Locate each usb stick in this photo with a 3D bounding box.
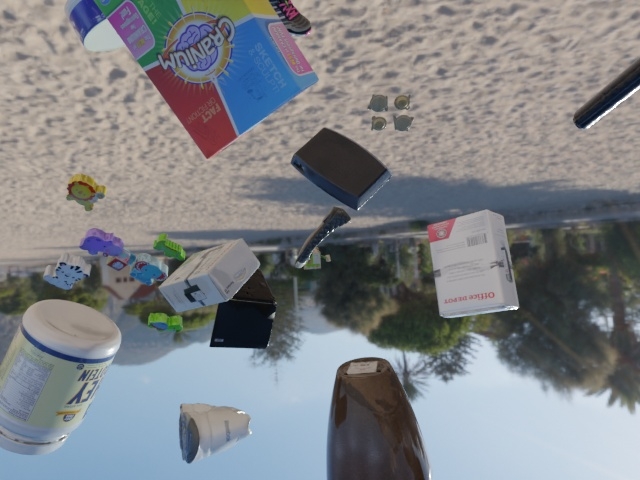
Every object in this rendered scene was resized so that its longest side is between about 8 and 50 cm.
[{"bbox_3d":[0.547,-0.283,0.925,0.077,0.045,0.278,-38,172,-18],"label":"usb stick"}]

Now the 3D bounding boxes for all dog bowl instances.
[{"bbox_3d":[-0.584,-0.656,1.527,0.265,0.104,0.265,-26,-172,4],"label":"dog bowl"}]

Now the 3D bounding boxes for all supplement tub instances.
[{"bbox_3d":[-0.674,0.339,1.330,0.235,0.325,0.235,27,-173,-4],"label":"supplement tub"}]

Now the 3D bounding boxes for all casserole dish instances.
[{"bbox_3d":[-0.598,0.056,1.661,0.114,0.037,0.188,32,168,8],"label":"casserole dish"}]

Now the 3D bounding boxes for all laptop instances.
[{"bbox_3d":[-0.281,0.215,1.779,0.234,0.264,0.136,13,125,-43],"label":"laptop"}]

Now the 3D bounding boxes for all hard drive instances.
[{"bbox_3d":[0.056,-0.211,1.478,0.255,0.172,0.054,38,160,23],"label":"hard drive"}]

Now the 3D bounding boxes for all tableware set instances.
[{"bbox_3d":[0.247,-0.449,1.867,0.169,0.141,0.020,0,-143,1],"label":"tableware set"}]

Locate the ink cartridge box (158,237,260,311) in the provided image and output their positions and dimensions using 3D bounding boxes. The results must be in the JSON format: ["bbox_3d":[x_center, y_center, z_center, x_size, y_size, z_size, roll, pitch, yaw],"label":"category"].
[{"bbox_3d":[-0.274,0.087,1.308,0.208,0.087,0.153,-16,-155,39],"label":"ink cartridge box"}]

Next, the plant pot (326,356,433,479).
[{"bbox_3d":[0.101,0.359,1.054,0.215,0.230,0.215,-9,-173,1],"label":"plant pot"}]

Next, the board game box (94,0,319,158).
[{"bbox_3d":[-0.184,-0.319,0.828,0.242,0.316,0.064,-26,-166,38],"label":"board game box"}]

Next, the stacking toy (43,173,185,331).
[{"bbox_3d":[-0.277,0.023,0.764,0.052,0.167,0.221,-32,133,22],"label":"stacking toy"}]

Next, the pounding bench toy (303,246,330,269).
[{"bbox_3d":[-0.013,0.052,1.633,0.083,0.052,0.065,-4,-165,-5],"label":"pounding bench toy"}]

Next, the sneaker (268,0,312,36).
[{"bbox_3d":[-0.088,-0.550,1.247,0.063,0.170,0.075,-44,172,-23],"label":"sneaker"}]

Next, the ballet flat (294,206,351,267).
[{"bbox_3d":[0.000,0.000,1.173,0.049,0.173,0.057,36,-160,-9],"label":"ballet flat"}]

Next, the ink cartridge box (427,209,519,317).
[{"bbox_3d":[0.345,0.058,1.204,0.159,0.217,0.092,-16,162,40],"label":"ink cartridge box"}]

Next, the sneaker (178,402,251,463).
[{"bbox_3d":[-0.214,0.378,1.052,0.129,0.111,0.297,-3,170,-20],"label":"sneaker"}]
